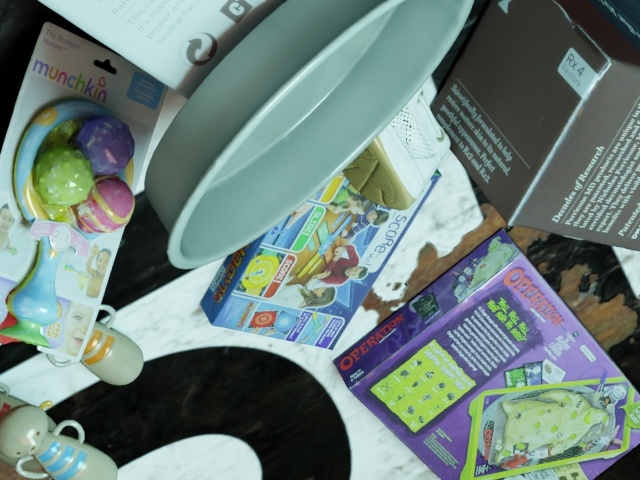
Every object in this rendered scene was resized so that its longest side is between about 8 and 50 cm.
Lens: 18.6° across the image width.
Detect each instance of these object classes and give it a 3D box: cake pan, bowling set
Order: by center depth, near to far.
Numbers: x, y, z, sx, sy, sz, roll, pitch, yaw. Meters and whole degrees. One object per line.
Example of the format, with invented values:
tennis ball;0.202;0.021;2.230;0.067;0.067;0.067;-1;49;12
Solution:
cake pan;-0.012;-0.099;1.382;0.293;0.054;0.293;-41;169;-10
bowling set;-0.259;0.185;1.618;0.287;0.200;0.154;-44;132;5

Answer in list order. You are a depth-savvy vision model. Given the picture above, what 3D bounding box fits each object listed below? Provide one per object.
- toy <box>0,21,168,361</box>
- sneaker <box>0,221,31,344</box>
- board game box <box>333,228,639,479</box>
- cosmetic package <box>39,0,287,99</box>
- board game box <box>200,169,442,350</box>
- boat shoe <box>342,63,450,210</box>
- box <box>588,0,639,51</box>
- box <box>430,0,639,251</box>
toy;-0.184;-0.030;1.490;0.137;0.056;0.237;23;84;-47
sneaker;-0.289;0.065;1.564;0.279;0.107;0.118;-42;139;9
board game box;0.183;0.152;1.922;0.208;0.056;0.347;-35;134;8
cosmetic package;-0.215;-0.298;1.220;0.161;0.230;0.453;-47;133;12
board game box;0.000;0.000;1.708;0.136;0.035;0.201;15;118;-35
boat shoe;0.026;-0.153;1.568;0.096;0.098;0.277;-47;130;-23
box;0.166;-0.396;1.165;0.297;0.480;0.471;-35;134;1
box;0.237;-0.108;1.652;0.203;0.168;0.167;10;121;-33
